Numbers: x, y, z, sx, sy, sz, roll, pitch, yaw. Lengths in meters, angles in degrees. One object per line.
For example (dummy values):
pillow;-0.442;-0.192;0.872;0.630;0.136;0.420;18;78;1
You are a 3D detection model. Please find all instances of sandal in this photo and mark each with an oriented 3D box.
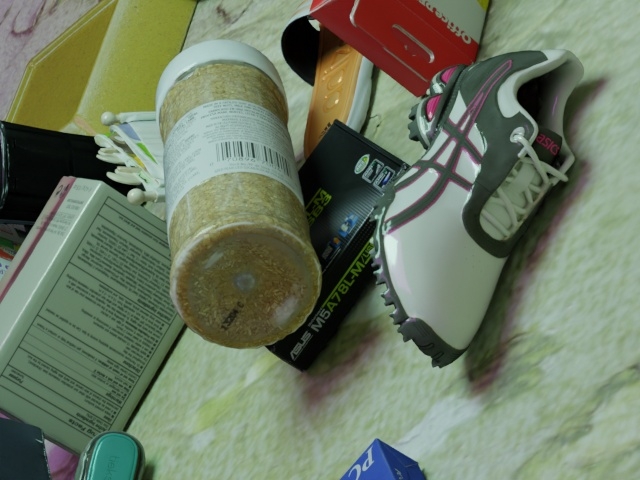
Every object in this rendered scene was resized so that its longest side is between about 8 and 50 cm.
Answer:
sandal;0.006;-0.182;1.769;0.102;0.076;0.265;-36;31;36

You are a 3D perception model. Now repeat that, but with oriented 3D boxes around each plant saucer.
plant saucer;-0.300;-0.167;2.306;0.333;0.081;0.333;-31;34;43

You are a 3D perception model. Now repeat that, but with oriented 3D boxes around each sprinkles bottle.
sprinkles bottle;-0.076;-0.049;1.595;0.121;0.121;0.355;-47;24;18

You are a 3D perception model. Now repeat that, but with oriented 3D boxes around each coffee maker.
coffee maker;-0.288;-0.075;2.019;0.171;0.178;0.120;-43;56;35

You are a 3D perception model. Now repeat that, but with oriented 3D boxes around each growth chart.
growth chart;-0.136;-0.086;1.829;0.237;0.172;0.021;-122;35;-62

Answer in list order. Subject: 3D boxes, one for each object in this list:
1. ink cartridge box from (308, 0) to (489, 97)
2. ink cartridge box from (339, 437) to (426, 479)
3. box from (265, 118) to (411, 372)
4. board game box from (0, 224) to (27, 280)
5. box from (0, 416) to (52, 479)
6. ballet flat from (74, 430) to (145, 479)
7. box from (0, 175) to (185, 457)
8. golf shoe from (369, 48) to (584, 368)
ink cartridge box;0.074;-0.223;1.626;0.078;0.134;0.231;-28;36;45
ink cartridge box;0.000;0.244;1.292;0.207;0.046;0.097;-50;27;13
box;0.000;0.000;1.595;0.191;0.045;0.184;-54;26;3
board game box;-0.381;0.018;2.027;0.064;0.242;0.316;-52;24;21
box;-0.349;0.347;1.544;0.343;0.179;0.312;-67;21;15
ballet flat;-0.196;0.264;1.621;0.068;0.072;0.213;110;175;-51
box;-0.228;0.074;1.793;0.232;0.148;0.127;-60;24;-9
golf shoe;0.115;-0.037;1.368;0.120;0.105;0.273;-22;41;40
